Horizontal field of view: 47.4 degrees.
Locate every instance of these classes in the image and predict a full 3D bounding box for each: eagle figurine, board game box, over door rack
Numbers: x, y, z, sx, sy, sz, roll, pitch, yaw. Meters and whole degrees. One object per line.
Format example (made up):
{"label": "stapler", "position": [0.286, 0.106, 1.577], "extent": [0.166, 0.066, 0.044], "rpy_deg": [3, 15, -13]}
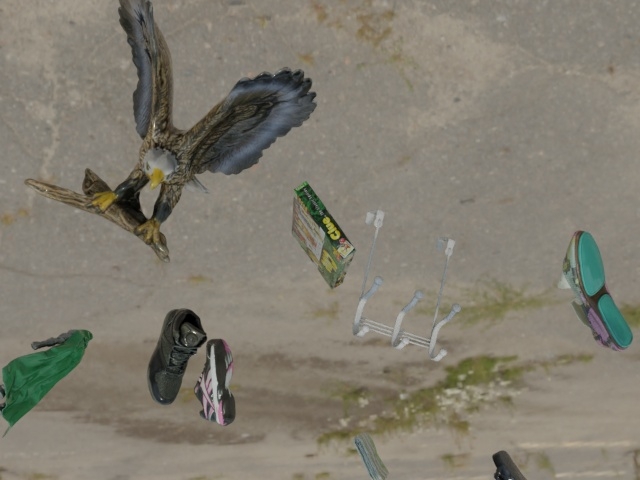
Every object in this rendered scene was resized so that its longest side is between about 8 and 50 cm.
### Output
{"label": "eagle figurine", "position": [-0.164, -0.127, 0.837], "extent": [0.226, 0.225, 0.298], "rpy_deg": [11, 118, -44]}
{"label": "board game box", "position": [0.000, 0.000, 1.229], "extent": [0.030, 0.136, 0.260], "rpy_deg": [-36, 170, -11]}
{"label": "over door rack", "position": [0.210, 0.095, 1.714], "extent": [0.239, 0.324, 0.108], "rpy_deg": [21, 154, -23]}

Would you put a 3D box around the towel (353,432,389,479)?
{"label": "towel", "position": [0.115, 0.474, 1.595], "extent": [0.023, 0.113, 0.152], "rpy_deg": [-28, 166, 7]}

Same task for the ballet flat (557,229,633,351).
{"label": "ballet flat", "position": [0.450, 0.090, 1.231], "extent": [0.077, 0.221, 0.079], "rpy_deg": [-32, -170, -32]}

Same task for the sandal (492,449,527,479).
{"label": "sandal", "position": [0.435, 0.555, 1.636], "extent": [0.054, 0.097, 0.254], "rpy_deg": [-30, 132, 9]}

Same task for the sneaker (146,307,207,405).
{"label": "sneaker", "position": [-0.330, 0.263, 1.676], "extent": [0.087, 0.228, 0.130], "rpy_deg": [23, 159, -26]}

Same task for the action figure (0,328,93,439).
{"label": "action figure", "position": [-0.460, 0.210, 1.222], "extent": [0.063, 0.232, 0.137], "rpy_deg": [23, 116, 13]}

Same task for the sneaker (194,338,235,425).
{"label": "sneaker", "position": [-0.228, 0.293, 1.504], "extent": [0.077, 0.178, 0.072], "rpy_deg": [-3, 179, 23]}
